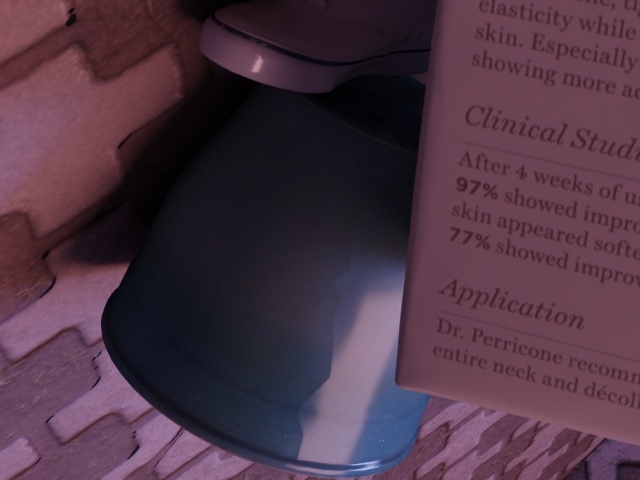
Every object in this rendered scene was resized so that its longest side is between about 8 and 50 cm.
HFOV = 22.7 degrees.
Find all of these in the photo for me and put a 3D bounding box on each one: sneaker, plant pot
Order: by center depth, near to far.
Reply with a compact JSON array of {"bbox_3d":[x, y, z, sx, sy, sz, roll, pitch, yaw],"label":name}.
[{"bbox_3d":[0.010,-0.167,1.139,0.258,0.094,0.091,-18,133,-54],"label":"sneaker"},{"bbox_3d":[0.000,0.000,1.231,0.272,0.272,0.255,-11,131,-53],"label":"plant pot"}]

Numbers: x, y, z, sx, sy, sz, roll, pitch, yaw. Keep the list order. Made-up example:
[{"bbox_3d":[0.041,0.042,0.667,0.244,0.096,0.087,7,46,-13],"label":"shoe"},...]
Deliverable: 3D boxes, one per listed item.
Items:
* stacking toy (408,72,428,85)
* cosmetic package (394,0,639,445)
[{"bbox_3d":[0.079,-0.045,1.452,0.141,0.141,0.330,-26,162,-32],"label":"stacking toy"},{"bbox_3d":[0.264,-0.104,1.015,0.327,0.329,0.393,-44,144,-60],"label":"cosmetic package"}]
